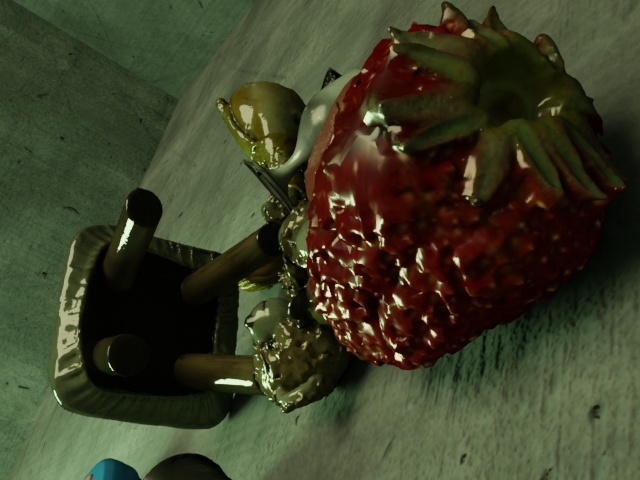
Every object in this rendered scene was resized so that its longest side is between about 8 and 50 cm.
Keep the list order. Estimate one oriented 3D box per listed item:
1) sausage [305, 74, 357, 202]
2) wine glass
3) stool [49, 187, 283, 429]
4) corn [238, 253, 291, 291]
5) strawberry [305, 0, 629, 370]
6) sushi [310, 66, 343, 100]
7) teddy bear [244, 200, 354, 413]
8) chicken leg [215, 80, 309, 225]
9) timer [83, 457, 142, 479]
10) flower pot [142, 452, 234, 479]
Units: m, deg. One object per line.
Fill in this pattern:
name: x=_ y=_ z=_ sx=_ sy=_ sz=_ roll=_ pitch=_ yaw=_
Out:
sausage: x=0.066 y=-0.135 z=1.192 sx=0.255 sy=0.148 sz=0.148 roll=-64 pitch=20 yaw=-13
wine glass: x=0.003 y=-0.162 z=1.312 sx=0.241 sy=0.126 sz=0.126 roll=-42 pitch=19 yaw=-4
stool: x=-0.221 y=0.114 z=1.239 sx=0.226 sy=0.310 sz=0.311 roll=-27 pitch=56 yaw=52
corn: x=-0.085 y=0.038 z=1.399 sx=0.231 sy=0.080 sz=0.080 roll=-31 pitch=35 yaw=54
strawberry: x=0.114 y=-0.040 z=0.800 sx=0.343 sy=0.292 sz=0.292 roll=125 pitch=164 yaw=-52
sushi: x=0.023 y=-0.281 z=1.618 sx=0.085 sy=0.056 sz=0.083 roll=-52 pitch=29 yaw=20
teddy bear: x=-0.010 y=0.088 z=1.036 sx=0.256 sy=0.156 sz=0.267 roll=-62 pitch=10 yaw=3
chicken leg: x=-0.079 y=-0.152 z=1.514 sx=0.153 sy=0.201 sz=0.429 roll=-51 pitch=35 yaw=30
timer: x=-0.412 y=0.568 z=1.408 sx=0.340 sy=0.115 sz=0.309 roll=-57 pitch=19 yaw=10
flower pot: x=-0.151 y=0.357 z=1.037 sx=0.106 sy=0.157 sz=0.157 roll=-5 pitch=56 yaw=50
